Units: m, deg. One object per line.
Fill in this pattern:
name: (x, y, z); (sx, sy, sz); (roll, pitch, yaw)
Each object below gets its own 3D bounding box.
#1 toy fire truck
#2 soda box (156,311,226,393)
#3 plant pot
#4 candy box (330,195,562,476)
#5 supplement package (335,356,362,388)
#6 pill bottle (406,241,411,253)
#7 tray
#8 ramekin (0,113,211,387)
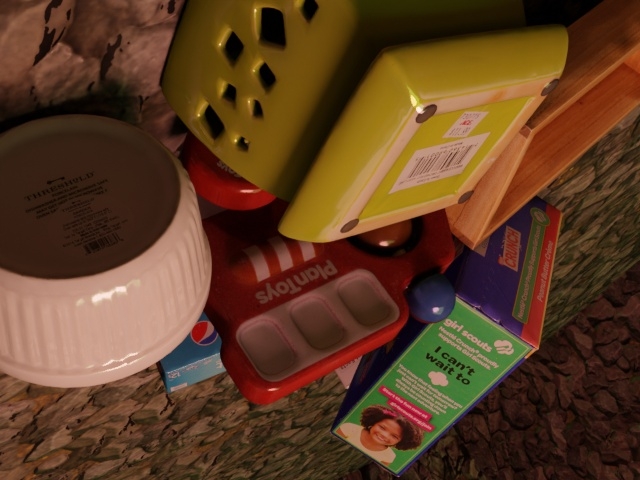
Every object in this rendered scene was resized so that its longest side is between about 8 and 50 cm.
toy fire truck: (0.000, 0.000, 0.866); (0.302, 0.254, 0.169); (-21, 156, -31)
soda box: (-0.119, 0.124, 1.189); (0.210, 0.071, 0.067); (-19, 152, -18)
plant pot: (0.040, -0.136, 0.706); (0.228, 0.207, 0.227); (-17, 153, -38)
candy box: (0.163, 0.106, 1.146); (0.317, 0.122, 0.268); (-58, -178, 42)
supplement package: (0.121, 0.146, 1.497); (0.204, 0.145, 0.262); (-36, 158, 6)
pill bottle: (0.105, -0.059, 1.089); (0.108, 0.108, 0.193); (-30, 158, -8)
tray: (0.302, -0.176, 1.029); (0.411, 0.076, 0.203); (-36, 158, -29)
ramekin: (-0.187, -0.003, 0.688); (0.207, 0.207, 0.109); (-23, 147, -24)
